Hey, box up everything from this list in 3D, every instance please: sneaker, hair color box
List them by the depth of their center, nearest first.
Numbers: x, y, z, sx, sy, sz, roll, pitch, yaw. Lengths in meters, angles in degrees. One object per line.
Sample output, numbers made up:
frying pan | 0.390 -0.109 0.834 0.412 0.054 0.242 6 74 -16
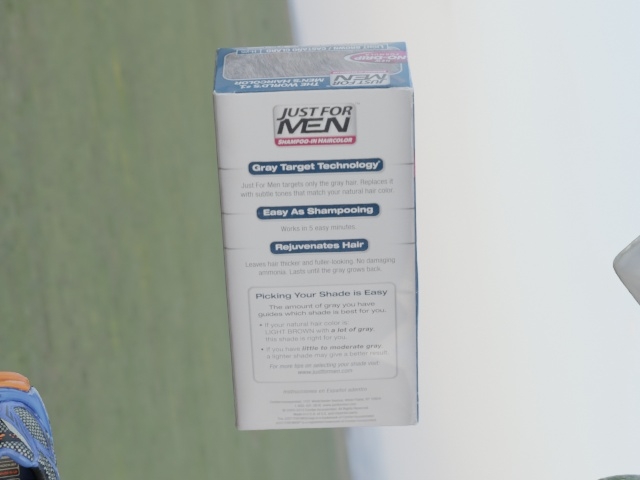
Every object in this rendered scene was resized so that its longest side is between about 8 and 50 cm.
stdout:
sneaker | -0.188 0.195 1.185 0.087 0.083 0.221 -124 -160 -65
hair color box | 0.000 0.000 1.716 0.105 0.174 0.347 -91 179 -60

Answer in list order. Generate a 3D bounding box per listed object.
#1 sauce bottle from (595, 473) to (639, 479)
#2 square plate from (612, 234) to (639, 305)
sauce bottle | 0.239 0.245 1.408 0.344 0.111 0.111 46 35 -70
square plate | 0.529 0.049 1.945 0.347 0.344 0.049 52 -6 -9
